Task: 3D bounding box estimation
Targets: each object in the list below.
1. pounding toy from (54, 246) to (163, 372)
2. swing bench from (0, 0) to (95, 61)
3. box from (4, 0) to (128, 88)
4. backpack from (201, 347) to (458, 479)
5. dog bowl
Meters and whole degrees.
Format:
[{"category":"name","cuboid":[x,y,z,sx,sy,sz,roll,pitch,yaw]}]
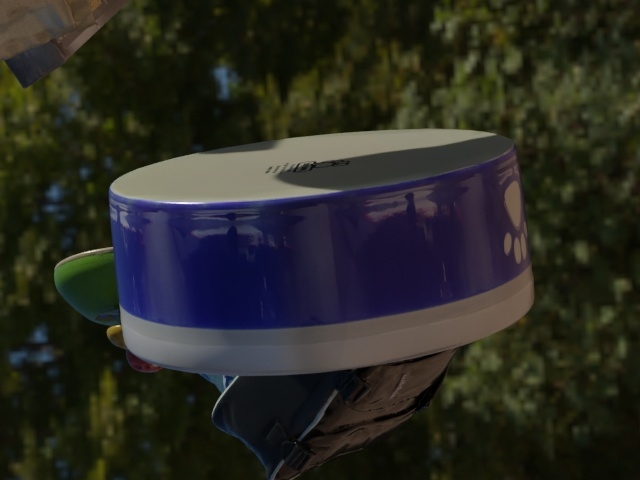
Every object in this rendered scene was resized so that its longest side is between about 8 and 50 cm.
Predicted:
[{"category":"pounding toy","cuboid":[-0.171,0.074,1.744,0.183,0.237,0.110,13,-112,-49]},{"category":"swing bench","cuboid":[-0.371,-0.268,1.454,0.255,0.253,0.165,60,170,23]},{"category":"box","cuboid":[-0.291,-0.271,1.635,0.183,0.056,0.231,56,-159,-15]},{"category":"backpack","cuboid":[0.022,0.108,1.609,0.253,0.191,0.225,-2,-48,-54]},{"category":"dog bowl","cuboid":[0.000,0.000,1.048,0.265,0.265,0.104,-53,-43,-74]}]
